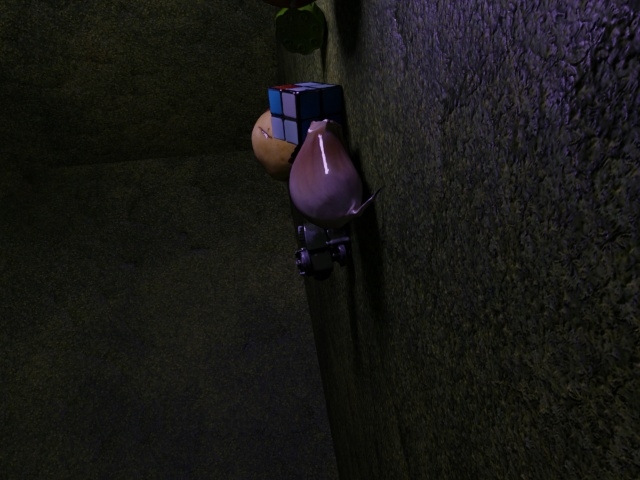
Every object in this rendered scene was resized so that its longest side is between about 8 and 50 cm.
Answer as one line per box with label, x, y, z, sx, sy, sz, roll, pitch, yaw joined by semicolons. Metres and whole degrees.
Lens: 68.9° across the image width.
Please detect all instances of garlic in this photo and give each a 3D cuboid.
garlic;0.057;-0.153;1.344;0.246;0.232;0.339;-45;54;20

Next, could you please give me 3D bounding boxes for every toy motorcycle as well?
toy motorcycle;0.000;0.000;1.643;0.127;0.206;0.274;112;145;-77

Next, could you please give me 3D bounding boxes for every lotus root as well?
lotus root;-0.060;-0.778;1.634;0.186;0.186;0.186;173;90;-82

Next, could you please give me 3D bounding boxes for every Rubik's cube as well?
Rubik's cube;-0.047;-0.415;1.508;0.180;0.184;0.167;31;131;49

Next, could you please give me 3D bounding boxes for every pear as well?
pear;-0.121;-0.379;1.870;0.309;0.310;0.308;173;90;-82

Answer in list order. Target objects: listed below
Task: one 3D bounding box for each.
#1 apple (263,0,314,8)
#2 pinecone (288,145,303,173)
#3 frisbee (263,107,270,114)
apple;-0.082;-0.824;1.230;0.384;0.375;0.373;-30;60;39
pinecone;-0.007;-0.251;1.591;0.204;0.184;0.179;47;143;21
frisbee;-0.130;-0.575;1.943;0.021;0.251;0.251;64;175;-9
